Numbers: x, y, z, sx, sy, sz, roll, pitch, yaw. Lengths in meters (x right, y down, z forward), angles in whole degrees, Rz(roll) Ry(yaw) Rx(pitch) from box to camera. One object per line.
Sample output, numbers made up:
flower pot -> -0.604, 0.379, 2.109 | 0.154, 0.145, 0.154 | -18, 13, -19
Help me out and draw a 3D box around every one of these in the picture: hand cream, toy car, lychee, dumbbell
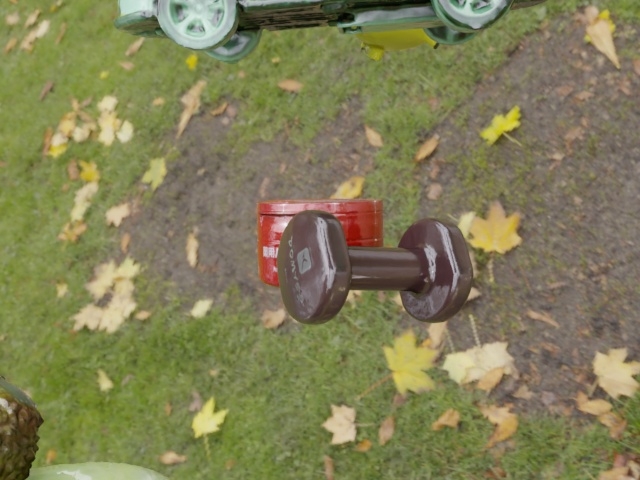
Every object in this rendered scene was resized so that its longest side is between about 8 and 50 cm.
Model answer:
hand cream -> 0.000, 0.000, 1.174 | 0.193, 0.193, 0.125 | 1, 96, 45
toy car -> 0.009, -0.194, 0.555 | 0.306, 0.136, 0.125 | -2, 99, 4
lychee -> -0.350, 0.198, 0.743 | 0.171, 0.171, 0.171 | -22, 56, 36
dumbbell -> 0.067, 0.035, 0.987 | 0.124, 0.226, 0.140 | -43, 53, 51

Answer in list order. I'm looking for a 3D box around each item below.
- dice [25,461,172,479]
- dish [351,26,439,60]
dice -> -0.259, 0.397, 0.846 | 0.252, 0.249, 0.254 | -18, 54, 9
dish -> 0.086, -0.411, 1.230 | 0.221, 0.108, 0.262 | 3, 107, 45
